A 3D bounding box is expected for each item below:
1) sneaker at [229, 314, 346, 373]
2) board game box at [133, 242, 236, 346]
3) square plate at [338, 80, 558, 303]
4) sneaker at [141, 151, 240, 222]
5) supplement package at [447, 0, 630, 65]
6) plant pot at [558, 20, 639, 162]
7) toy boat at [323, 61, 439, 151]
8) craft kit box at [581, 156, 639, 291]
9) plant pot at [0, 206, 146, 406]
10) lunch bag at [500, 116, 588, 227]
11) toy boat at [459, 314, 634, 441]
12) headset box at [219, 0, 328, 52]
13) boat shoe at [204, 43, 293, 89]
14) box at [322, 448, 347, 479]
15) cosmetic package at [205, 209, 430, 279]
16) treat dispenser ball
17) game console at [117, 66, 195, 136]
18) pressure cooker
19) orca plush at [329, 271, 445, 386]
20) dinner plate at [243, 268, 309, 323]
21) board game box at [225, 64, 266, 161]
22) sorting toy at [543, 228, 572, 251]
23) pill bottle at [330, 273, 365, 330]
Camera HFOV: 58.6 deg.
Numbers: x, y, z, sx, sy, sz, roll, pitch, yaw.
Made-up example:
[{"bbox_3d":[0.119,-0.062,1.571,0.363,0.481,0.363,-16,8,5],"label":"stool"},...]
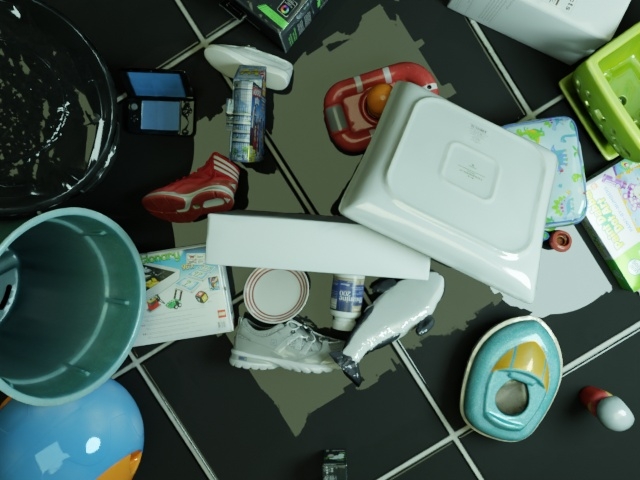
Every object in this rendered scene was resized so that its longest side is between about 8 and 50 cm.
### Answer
[{"bbox_3d":[-0.048,0.211,1.185,0.282,0.105,0.115,2,87,-1],"label":"sneaker"},{"bbox_3d":[-0.347,0.119,1.212,0.306,0.053,0.192,-9,91,2],"label":"board game box"},{"bbox_3d":[0.245,-0.108,0.980,0.348,0.049,0.343,26,58,-2],"label":"square plate"},{"bbox_3d":[-0.261,-0.113,1.201,0.222,0.087,0.128,-2,50,21],"label":"sneaker"},{"bbox_3d":[0.428,-0.498,1.105,0.293,0.177,0.175,26,92,0],"label":"supplement package"},{"bbox_3d":[0.616,-0.290,1.095,0.228,0.207,0.227,-33,92,2],"label":"plant pot"},{"bbox_3d":[0.122,-0.272,1.135,0.231,0.151,0.150,-17,92,2],"label":"toy boat"},{"bbox_3d":[0.678,-0.062,1.181,0.247,0.061,0.249,-33,91,5],"label":"craft kit box"},{"bbox_3d":[-0.572,0.099,1.059,0.335,0.341,0.340,6,93,28],"label":"plant pot"},{"bbox_3d":[0.431,-0.131,1.145,0.176,0.090,0.218,-8,85,19],"label":"lunch bag"},{"bbox_3d":[0.454,0.298,1.154,0.319,0.148,0.267,16,93,1],"label":"toy boat"},{"bbox_3d":[-0.092,-0.560,1.138,0.246,0.131,0.283,41,93,0],"label":"headset box"},{"bbox_3d":[-0.146,-0.374,1.186,0.184,0.066,0.063,16,60,5],"label":"boat shoe"},{"bbox_3d":[0.031,0.485,1.204,0.052,0.083,0.062,-2,93,3],"label":"box"},{"bbox_3d":[0.000,0.000,1.084,0.378,0.284,0.097,4,92,2],"label":"cosmetic package"},{"bbox_3d":[-0.494,0.396,1.111,0.289,0.288,0.287,0,92,1],"label":"treat dispenser ball"},{"bbox_3d":[-0.339,-0.283,1.179,0.144,0.085,0.123,3,92,2],"label":"game console"},{"bbox_3d":[-0.584,-0.237,1.036,0.370,0.421,0.375,-21,106,-28],"label":"pressure cooker"},{"bbox_3d":[0.151,0.185,1.174,0.151,0.102,0.287,23,60,27],"label":"orca plush"},{"bbox_3d":[-0.092,0.108,1.203,0.141,0.017,0.141,-4,65,8],"label":"dinner plate"},{"bbox_3d":[-0.145,-0.251,1.113,0.060,0.194,0.193,4,97,2],"label":"board game box"},{"bbox_3d":[0.478,-0.016,1.198,0.061,0.042,0.101,-29,79,-13],"label":"sorting toy"},{"bbox_3d":[0.055,0.126,1.196,0.067,0.067,0.120,6,93,1],"label":"pill bottle"}]
